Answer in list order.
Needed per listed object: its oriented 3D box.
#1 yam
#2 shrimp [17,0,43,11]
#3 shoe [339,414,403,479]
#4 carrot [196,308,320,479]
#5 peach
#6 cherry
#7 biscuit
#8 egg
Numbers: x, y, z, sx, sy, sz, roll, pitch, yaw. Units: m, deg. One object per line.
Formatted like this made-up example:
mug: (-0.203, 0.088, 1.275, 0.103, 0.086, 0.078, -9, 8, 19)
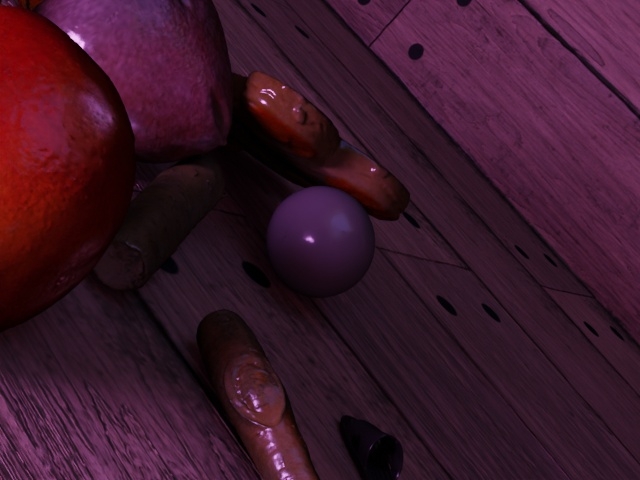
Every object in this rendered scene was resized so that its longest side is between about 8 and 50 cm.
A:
yam: (-0.184, -0.028, 1.399, 0.083, 0.083, 0.371, 42, 19, -4)
shrimp: (-0.354, -0.281, 1.663, 0.294, 0.062, 0.154, 48, 23, 13)
shoe: (0.071, 0.246, 1.357, 0.062, 0.053, 0.159, 27, 25, -32)
carrot: (-0.046, 0.196, 1.192, 0.070, 0.070, 0.342, 25, 26, -46)
peach: (-0.284, -0.081, 1.066, 0.258, 0.201, 0.361, 37, 23, -32)
cherry: (-0.230, -0.224, 1.502, 0.307, 0.221, 0.261, 46, 54, -4)
biscuit: (-0.065, -0.145, 1.750, 0.394, 0.076, 0.368, 27, -9, 48)
egg: (0.000, 0.000, 1.624, 0.146, 0.146, 0.198, 41, 8, -7)
